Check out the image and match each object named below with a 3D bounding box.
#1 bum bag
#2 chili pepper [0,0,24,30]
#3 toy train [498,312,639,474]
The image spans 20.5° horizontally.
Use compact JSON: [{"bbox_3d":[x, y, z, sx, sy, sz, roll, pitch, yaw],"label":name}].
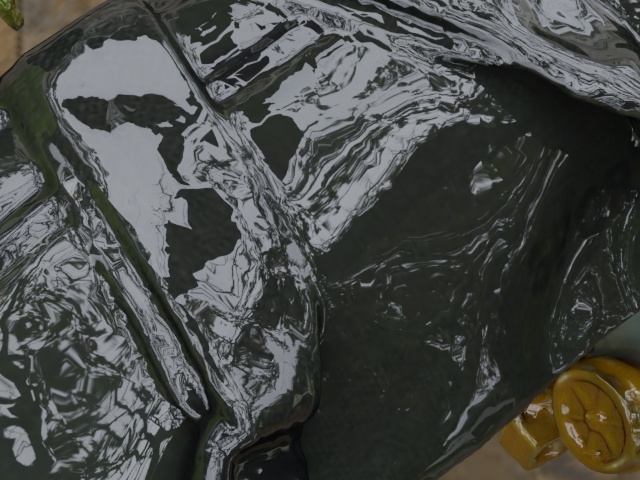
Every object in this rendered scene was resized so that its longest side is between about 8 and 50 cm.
[{"bbox_3d":[0.000,0.000,0.375,0.142,0.080,0.326,44,63,8],"label":"bum bag"},{"bbox_3d":[-0.257,-0.231,1.179,0.208,0.049,0.043,53,22,-13],"label":"chili pepper"},{"bbox_3d":[0.197,-0.023,1.086,0.163,0.369,0.231,-21,54,-33],"label":"toy train"}]
